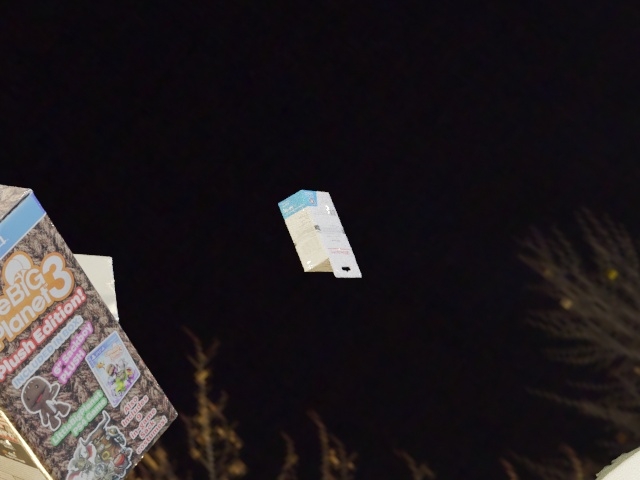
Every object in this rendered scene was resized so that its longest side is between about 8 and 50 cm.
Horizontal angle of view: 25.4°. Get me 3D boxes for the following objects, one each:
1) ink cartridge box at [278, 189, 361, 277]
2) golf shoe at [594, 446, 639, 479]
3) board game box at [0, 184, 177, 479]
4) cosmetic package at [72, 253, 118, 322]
[{"bbox_3d":[0.000,0.000,1.237,0.028,0.083,0.048,-29,-16,27],"label":"ink cartridge box"},{"bbox_3d":[0.170,0.210,0.789,0.273,0.105,0.120,-46,-4,-26],"label":"golf shoe"},{"bbox_3d":[-0.312,0.095,1.326,0.141,0.232,0.291,-50,-50,-30],"label":"board game box"},{"bbox_3d":[-0.385,0.097,1.588,0.296,0.129,0.153,6,-55,-16],"label":"cosmetic package"}]
